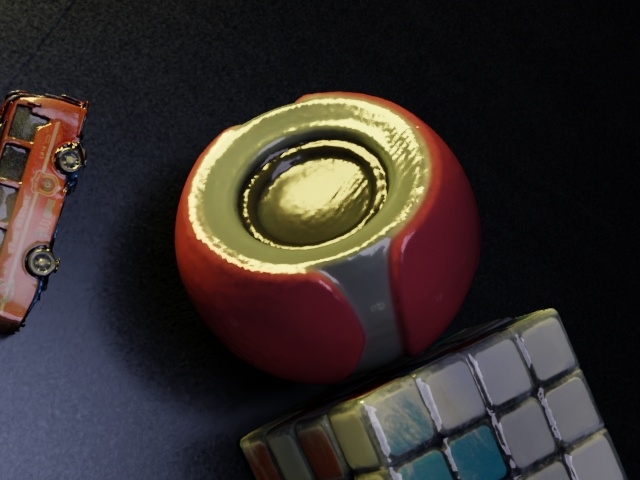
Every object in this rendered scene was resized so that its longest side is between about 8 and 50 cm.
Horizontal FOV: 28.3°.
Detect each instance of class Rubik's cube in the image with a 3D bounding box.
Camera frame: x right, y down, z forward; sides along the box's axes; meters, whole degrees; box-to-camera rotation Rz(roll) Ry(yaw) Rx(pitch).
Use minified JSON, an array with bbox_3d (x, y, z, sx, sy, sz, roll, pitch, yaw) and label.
[{"bbox_3d":[0.118,0.240,1.244,0.256,0.253,0.259,-24,90,-32],"label":"Rubik's cube"}]

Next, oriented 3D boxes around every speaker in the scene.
[{"bbox_3d":[0.000,0.000,1.230,0.294,0.294,0.294,8,73,-27],"label":"speaker"}]

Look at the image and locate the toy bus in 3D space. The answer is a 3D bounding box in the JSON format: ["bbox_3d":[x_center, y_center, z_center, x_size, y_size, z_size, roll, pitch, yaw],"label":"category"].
[{"bbox_3d":[-0.283,-0.030,1.204,0.096,0.073,0.235,16,70,-17],"label":"toy bus"}]
